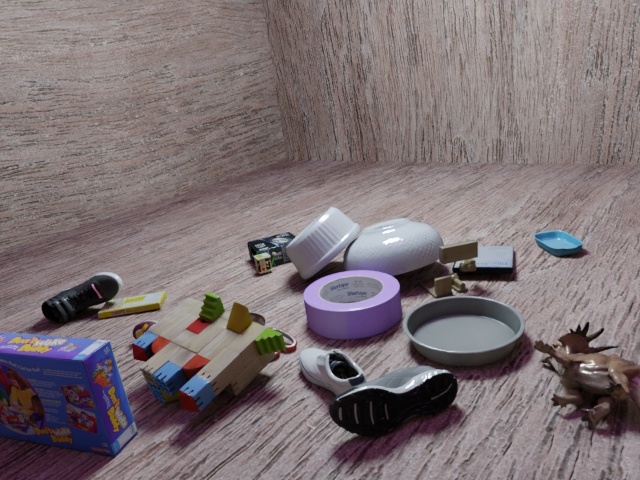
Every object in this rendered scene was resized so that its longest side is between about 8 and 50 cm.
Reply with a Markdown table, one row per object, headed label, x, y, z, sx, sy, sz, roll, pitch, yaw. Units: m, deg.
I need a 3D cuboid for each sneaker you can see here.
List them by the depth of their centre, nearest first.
| label | x | y | z | sx | sy | sz | roll | pitch | yaw |
| --- | --- | --- | --- | --- | --- | --- | --- | --- | --- |
| sneaker | 0.142 | 0.321 | 1.095 | 0.272 | 0.100 | 0.108 | -8 | 8 | -20 |
| sneaker | 0.032 | 0.288 | 1.220 | 0.094 | 0.091 | 0.258 | -19 | 22 | -30 |
| sneaker | -0.469 | 0.272 | 1.513 | 0.186 | 0.069 | 0.084 | -2 | 14 | 21 |
| sneaker | -0.798 | 0.199 | 1.780 | 0.296 | 0.104 | 0.147 | -19 | 17 | 22 |

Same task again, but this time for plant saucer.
| label | x | y | z | sx | sy | sz | roll | pitch | yaw |
| --- | --- | --- | --- | --- | --- | --- | --- | --- | --- |
| plant saucer | -0.238 | 0.256 | 1.529 | 0.169 | 0.029 | 0.168 | -6 | 20 | 2 |

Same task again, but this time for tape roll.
| label | x | y | z | sx | sy | sz | roll | pitch | yaw |
| --- | --- | --- | --- | --- | --- | --- | --- | --- | --- |
| tape roll | 0.092 | 0.178 | 1.529 | 0.275 | 0.090 | 0.274 | -6 | 19 | 2 |

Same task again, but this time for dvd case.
| label | x | y | z | sx | sy | sz | roll | pitch | yaw |
| --- | --- | --- | --- | --- | --- | --- | --- | --- | --- |
| dvd case | 0.539 | 0.060 | 1.760 | 0.181 | 0.022 | 0.253 | 0 | 15 | 20 |

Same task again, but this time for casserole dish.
| label | x | y | z | sx | sy | sz | roll | pitch | yaw |
| --- | --- | --- | --- | --- | --- | --- | --- | --- | --- |
| casserole dish | 0.803 | 0.010 | 1.809 | 0.114 | 0.036 | 0.188 | -9 | 19 | -3 |

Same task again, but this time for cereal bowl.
| label | x | y | z | sx | sy | sz | roll | pitch | yaw |
| --- | --- | --- | --- | --- | --- | --- | --- | --- | --- |
| cereal bowl | 0.230 | 0.014 | 1.764 | 0.339 | 0.141 | 0.339 | -16 | 8 | 2 |

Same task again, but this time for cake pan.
| label | x | y | z | sx | sy | sz | roll | pitch | yaw |
| --- | --- | --- | --- | --- | --- | --- | --- | --- | --- |
| cake pan | 0.355 | 0.224 | 1.335 | 0.294 | 0.054 | 0.293 | -7 | 18 | 2 |

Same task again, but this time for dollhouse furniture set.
| label | x | y | z | sx | sy | sz | roll | pitch | yaw |
| --- | --- | --- | --- | --- | --- | --- | --- | --- | --- |
| dollhouse furniture set | 0.385 | 0.071 | 1.628 | 0.144 | 0.151 | 0.123 | -11 | 18 | -13 |

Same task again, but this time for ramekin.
| label | x | y | z | sx | sy | sz | roll | pitch | yaw |
| --- | --- | --- | --- | --- | --- | --- | --- | --- | --- |
| ramekin | 0.000 | 0.000 | 1.830 | 0.273 | 0.127 | 0.273 | -42 | 5 | 5 |

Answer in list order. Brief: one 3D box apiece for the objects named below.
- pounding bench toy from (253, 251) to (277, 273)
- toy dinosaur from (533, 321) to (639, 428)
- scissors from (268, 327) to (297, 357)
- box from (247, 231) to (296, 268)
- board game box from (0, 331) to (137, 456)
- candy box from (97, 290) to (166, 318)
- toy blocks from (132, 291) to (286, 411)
| label | x | y | z | sx | sy | sz | roll | pitch | yaw |
| --- | --- | --- | --- | --- | --- | --- | --- | --- | --- |
| pounding bench toy | -0.196 | 0.083 | 1.964 | 0.083 | 0.065 | 0.052 | -15 | 19 | -20 |
| toy dinosaur | 0.556 | 0.259 | 1.056 | 0.201 | 0.127 | 0.296 | -12 | 23 | -33 |
| scissors | -0.195 | 0.243 | 1.470 | 0.297 | 0.021 | 0.109 | 23 | 40 | 36 |
| box | -0.176 | 0.038 | 2.073 | 0.180 | 0.077 | 0.147 | -14 | 20 | -18 |
| board game box | -0.584 | 0.324 | 1.150 | 0.348 | 0.233 | 0.078 | 0 | 21 | 21 |
| candy box | -0.635 | 0.217 | 1.811 | 0.206 | 0.027 | 0.105 | -9 | 20 | -1 |
| toy blocks | -0.306 | 0.284 | 1.291 | 0.382 | 0.190 | 0.261 | 14 | 40 | 36 |
